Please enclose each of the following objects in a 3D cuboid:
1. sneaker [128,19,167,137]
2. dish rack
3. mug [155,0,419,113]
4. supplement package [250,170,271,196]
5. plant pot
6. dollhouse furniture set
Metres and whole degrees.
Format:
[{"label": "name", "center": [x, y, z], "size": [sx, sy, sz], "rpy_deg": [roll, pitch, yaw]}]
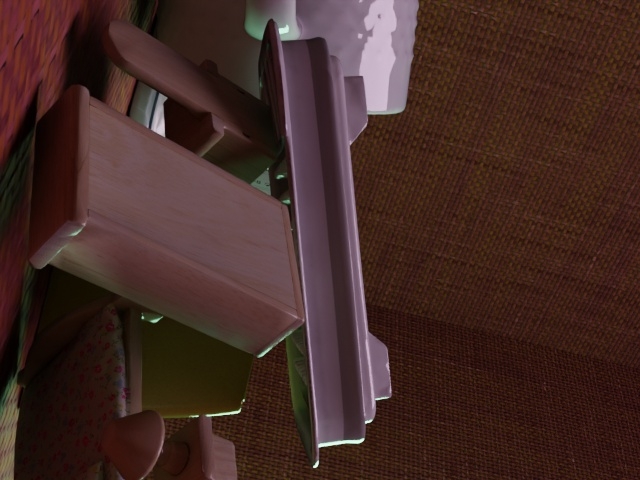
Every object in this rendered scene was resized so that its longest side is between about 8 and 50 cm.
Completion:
[{"label": "sneaker", "center": [-0.172, -0.163, 1.299], "size": [0.094, 0.091, 0.258], "rpy_deg": [127, -24, -75]}, {"label": "dish rack", "center": [0.000, 0.000, 0.907], "size": [0.285, 0.072, 0.333], "rpy_deg": [177, -92, -84]}, {"label": "mug", "center": [-0.030, -0.305, 1.108], "size": [0.374, 0.276, 0.328], "rpy_deg": [-71, 168, -78]}, {"label": "supplement package", "center": [-0.192, -0.037, 1.734], "size": [0.145, 0.204, 0.262], "rpy_deg": [-86, -168, -50]}, {"label": "plant pot", "center": [-0.150, 0.064, 1.031], "size": [0.212, 0.187, 0.212], "rpy_deg": [166, -63, -84]}, {"label": "dollhouse furniture set", "center": [-0.199, 0.065, 0.761], "size": [0.355, 0.173, 0.303], "rpy_deg": [-39, -140, 29]}]
